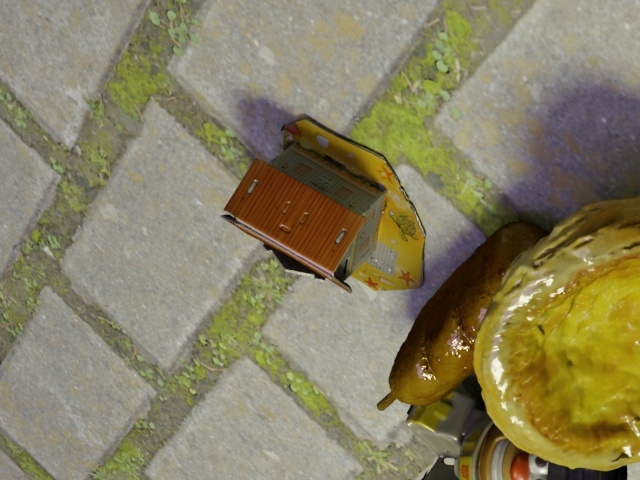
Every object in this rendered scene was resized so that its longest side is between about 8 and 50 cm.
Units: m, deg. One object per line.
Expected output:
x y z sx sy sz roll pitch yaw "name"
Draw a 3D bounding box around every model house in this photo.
0.000 0.000 1.902 0.219 0.136 0.207 31 138 19 "model house"

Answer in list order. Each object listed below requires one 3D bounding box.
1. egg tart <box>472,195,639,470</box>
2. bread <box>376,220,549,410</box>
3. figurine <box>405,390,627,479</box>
0.292 0.080 1.663 0.319 0.128 0.319 -4 122 -7 "egg tart"
0.157 0.100 1.845 0.084 0.124 0.344 30 134 -8 "bread"
0.233 0.254 1.893 0.308 0.143 0.308 22 125 35 "figurine"
